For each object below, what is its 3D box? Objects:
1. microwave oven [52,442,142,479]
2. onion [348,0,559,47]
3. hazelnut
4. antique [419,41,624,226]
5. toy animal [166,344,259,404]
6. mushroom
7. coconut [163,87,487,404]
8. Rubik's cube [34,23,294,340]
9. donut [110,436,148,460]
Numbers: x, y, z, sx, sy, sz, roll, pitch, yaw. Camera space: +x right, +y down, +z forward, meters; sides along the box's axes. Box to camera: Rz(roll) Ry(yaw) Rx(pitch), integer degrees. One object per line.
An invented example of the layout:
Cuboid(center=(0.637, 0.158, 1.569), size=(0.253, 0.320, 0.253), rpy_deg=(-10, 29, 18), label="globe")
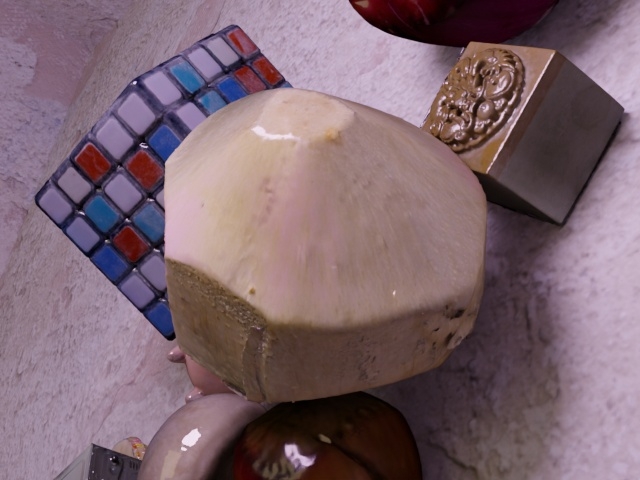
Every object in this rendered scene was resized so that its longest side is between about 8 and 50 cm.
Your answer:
Cuboid(center=(-0.236, 0.372, 1.071), size=(0.129, 0.205, 0.163), rpy_deg=(-42, 35, 30), label="microwave oven")
Cuboid(center=(0.217, -0.441, 1.028), size=(0.398, 0.420, 0.398), rpy_deg=(48, 150, 41), label="onion")
Cuboid(center=(0.012, 0.255, 0.831), size=(0.208, 0.208, 0.208), rpy_deg=(-38, 36, 35), label="hazelnut")
Cuboid(center=(0.199, -0.121, 0.881), size=(0.147, 0.148, 0.152), rpy_deg=(-62, 32, 1), label="antique")
Cuboid(center=(-0.066, 0.131, 1.073), size=(0.250, 0.154, 0.166), rpy_deg=(-29, 83, 31), label="toy animal")
Cuboid(center=(-0.100, 0.291, 0.980), size=(0.215, 0.207, 0.207), rpy_deg=(11, 71, 24), label="mushroom")
Cuboid(center=(0.000, 0.000, 0.821), size=(0.352, 0.352, 0.353), rpy_deg=(-38, 36, 35), label="coconut")
Cuboid(center=(-0.169, -0.085, 1.192), size=(0.293, 0.287, 0.292), rpy_deg=(-38, 8, 36), label="Rubik's cube")
Cuboid(center=(-0.292, 0.372, 1.301), size=(0.108, 0.065, 0.166), rpy_deg=(-55, 29, 9), label="donut")
